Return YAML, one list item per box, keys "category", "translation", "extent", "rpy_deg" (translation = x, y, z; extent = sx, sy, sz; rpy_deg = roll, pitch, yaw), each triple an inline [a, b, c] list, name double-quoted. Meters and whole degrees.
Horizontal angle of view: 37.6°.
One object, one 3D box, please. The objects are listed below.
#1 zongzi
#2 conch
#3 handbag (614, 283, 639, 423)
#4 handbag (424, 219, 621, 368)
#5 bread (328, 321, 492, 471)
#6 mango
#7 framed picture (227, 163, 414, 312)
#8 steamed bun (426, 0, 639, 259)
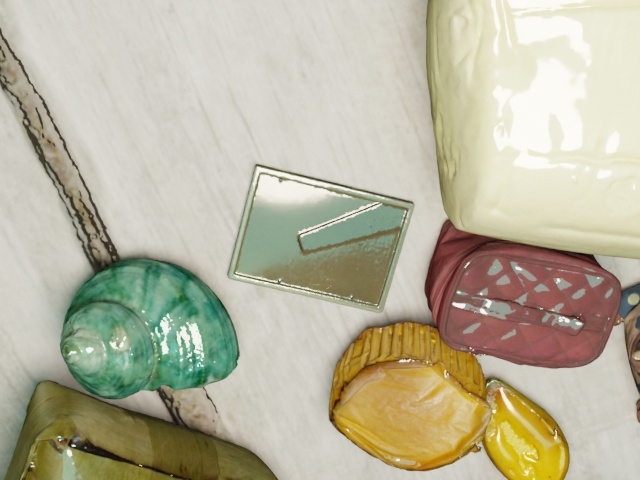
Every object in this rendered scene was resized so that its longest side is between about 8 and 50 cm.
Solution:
- category: "zongzi"
  translation: [-0.247, 0.400, 1.143]
  extent: [0.356, 0.174, 0.393]
  rpy_deg: [23, 92, -28]
- category: "conch"
  translation: [-0.213, 0.107, 1.095]
  extent: [0.202, 0.196, 0.134]
  rpy_deg: [-37, 137, -37]
- category: "handbag"
  translation: [0.484, 0.163, 1.171]
  extent: [0.193, 0.190, 0.251]
  rpy_deg: [-18, 113, 12]
- category: "handbag"
  translation: [0.242, 0.064, 1.140]
  extent: [0.225, 0.135, 0.146]
  rpy_deg: [12, 110, -10]
- category: "bread"
  translation: [0.111, 0.191, 1.170]
  extent: [0.199, 0.104, 0.199]
  rpy_deg: [3, 125, 5]
- category: "mango"
  translation: [0.263, 0.259, 1.239]
  extent: [0.101, 0.066, 0.187]
  rpy_deg: [-34, 102, 14]
- category: "framed picture"
  translation: [0.000, 0.000, 1.161]
  extent: [0.203, 0.015, 0.150]
  rpy_deg: [13, 106, -8]
- category: "steamed bun"
  translation: [0.292, -0.220, 0.979]
  extent: [0.371, 0.290, 0.456]
  rpy_deg: [8, 104, -2]
